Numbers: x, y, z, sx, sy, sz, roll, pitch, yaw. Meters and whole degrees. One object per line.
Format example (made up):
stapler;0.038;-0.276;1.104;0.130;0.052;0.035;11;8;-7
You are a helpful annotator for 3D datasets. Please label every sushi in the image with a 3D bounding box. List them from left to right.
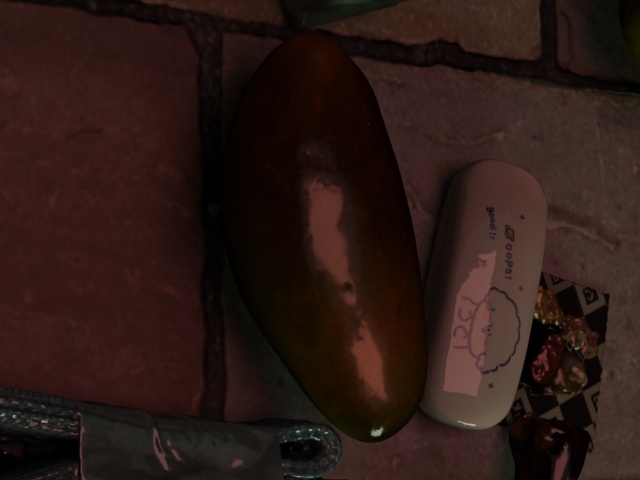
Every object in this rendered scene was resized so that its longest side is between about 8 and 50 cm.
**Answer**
sushi;0.176;0.086;1.184;0.120;0.026;0.126;18;75;-31

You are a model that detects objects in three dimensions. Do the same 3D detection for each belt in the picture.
belt;-0.117;0.140;0.956;0.302;0.072;0.087;10;74;-30

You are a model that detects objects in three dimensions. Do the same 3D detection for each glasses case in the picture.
glasses case;0.115;0.037;1.132;0.076;0.049;0.197;18;75;-21

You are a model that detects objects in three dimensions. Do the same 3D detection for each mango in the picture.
mango;0.000;0.000;1.024;0.133;0.111;0.267;-8;85;-56

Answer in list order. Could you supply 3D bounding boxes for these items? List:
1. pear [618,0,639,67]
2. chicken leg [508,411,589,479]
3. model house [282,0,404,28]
pear;0.322;-0.195;1.219;0.197;0.197;0.197;5;81;-33
chicken leg;0.137;0.319;1.092;0.158;0.096;0.407;10;76;-37
model house;0.121;-0.317;1.106;0.325;0.194;0.267;-15;92;-37
